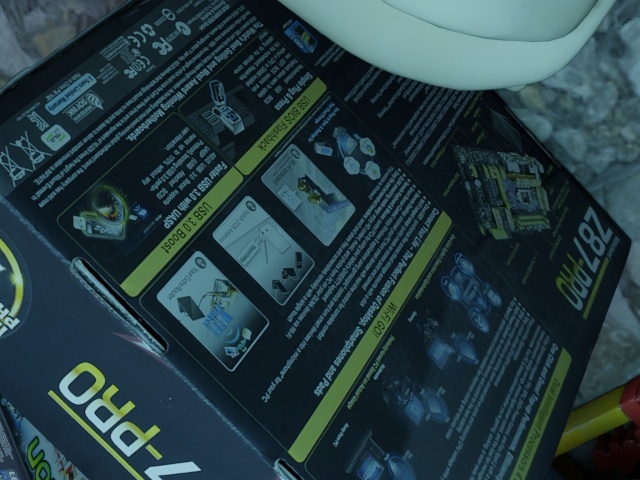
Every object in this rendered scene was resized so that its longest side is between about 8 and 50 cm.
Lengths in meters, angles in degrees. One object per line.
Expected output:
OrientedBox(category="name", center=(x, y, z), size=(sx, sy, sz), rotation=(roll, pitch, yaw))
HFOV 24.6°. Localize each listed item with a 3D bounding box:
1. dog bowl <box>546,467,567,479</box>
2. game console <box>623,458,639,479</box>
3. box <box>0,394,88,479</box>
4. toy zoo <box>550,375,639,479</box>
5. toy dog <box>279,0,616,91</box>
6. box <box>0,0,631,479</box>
OrientedBox(category="dog bowl", center=(0.131, 0.228, 1.012), size=(0.297, 0.074, 0.166), rotation=(39, 129, -1))
OrientedBox(category="game console", center=(0.335, 0.242, 0.904), size=(0.361, 0.044, 0.213), rotation=(36, 104, -8))
OrientedBox(category="box", center=(-0.208, 0.157, 1.136), size=(0.036, 0.114, 0.207), rotation=(-3, 116, 26))
OrientedBox(category="toy zoo", center=(0.268, 0.167, 0.974), size=(0.293, 0.030, 0.192), rotation=(-34, 101, 36))
OrientedBox(category="toy dog", center=(-0.046, -0.230, 0.674), size=(0.408, 0.395, 0.284), rotation=(26, 135, -2))
OrientedBox(category="box", center=(0.000, 0.000, 0.774), size=(0.318, 0.395, 0.097), rotation=(44, 125, -6))
